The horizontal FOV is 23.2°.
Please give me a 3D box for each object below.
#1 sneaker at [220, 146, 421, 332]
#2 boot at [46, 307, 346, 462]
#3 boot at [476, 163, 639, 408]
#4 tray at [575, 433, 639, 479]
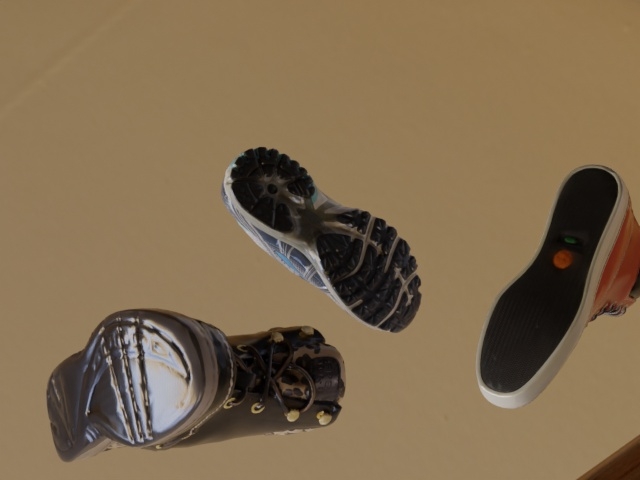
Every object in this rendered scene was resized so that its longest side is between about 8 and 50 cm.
[{"bbox_3d":[0.000,0.000,1.829,0.283,0.122,0.110,43,-108,-8],"label":"sneaker"},{"bbox_3d":[-0.103,0.147,1.639,0.284,0.377,0.138,-4,-106,-30],"label":"boot"},{"bbox_3d":[0.243,0.071,1.484,0.088,0.176,0.244,21,-106,33],"label":"boot"},{"bbox_3d":[0.300,0.244,1.355,0.411,0.076,0.203,-34,-167,-11],"label":"tray"}]
